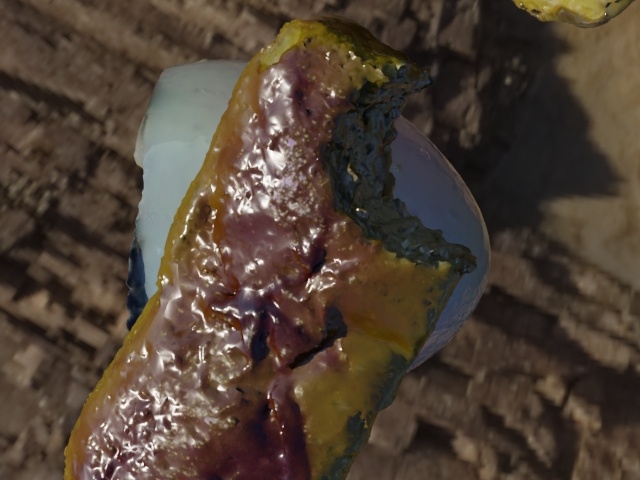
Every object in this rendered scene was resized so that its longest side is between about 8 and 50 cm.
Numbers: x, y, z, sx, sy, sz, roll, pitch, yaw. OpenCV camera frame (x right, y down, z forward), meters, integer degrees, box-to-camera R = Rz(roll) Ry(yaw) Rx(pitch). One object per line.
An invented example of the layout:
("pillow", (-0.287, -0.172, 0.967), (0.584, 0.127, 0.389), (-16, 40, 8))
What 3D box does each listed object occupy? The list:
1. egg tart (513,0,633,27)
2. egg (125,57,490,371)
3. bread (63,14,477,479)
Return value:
("egg tart", (0.177, -0.298, 1.294), (0.118, 0.288, 0.288), (-7, 128, -26))
("egg", (0.000, 0.000, 1.676), (0.340, 0.354, 0.354), (3, 122, 4))
("bread", (-0.024, 0.056, 1.029), (0.185, 0.109, 0.380), (35, 111, 23))
